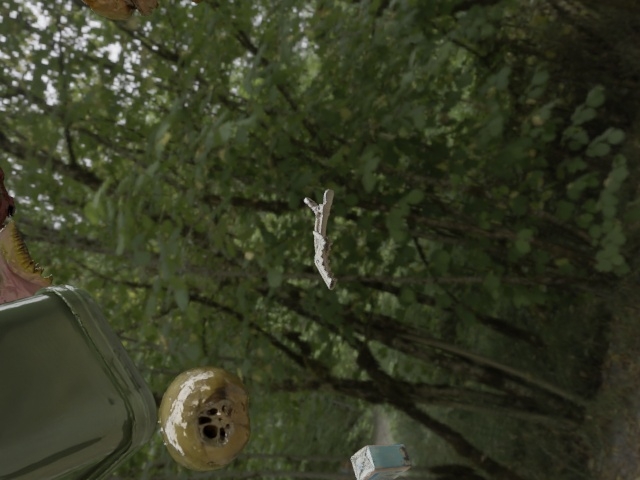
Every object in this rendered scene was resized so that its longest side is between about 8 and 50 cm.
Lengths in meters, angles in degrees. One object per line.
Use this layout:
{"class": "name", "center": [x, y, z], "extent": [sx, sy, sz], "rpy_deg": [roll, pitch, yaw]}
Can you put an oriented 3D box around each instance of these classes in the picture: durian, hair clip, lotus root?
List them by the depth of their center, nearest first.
{"class": "lotus root", "center": [-0.207, 0.305, 1.143], "extent": [0.343, 0.152, 0.169], "rpy_deg": [141, 128, -68]}
{"class": "durian", "center": [-0.598, 0.134, 1.306], "extent": [0.196, 0.186, 0.304], "rpy_deg": [-30, 65, 56]}
{"class": "hair clip", "center": [0.000, 0.000, 1.482], "extent": [0.034, 0.072, 0.225], "rpy_deg": [9, -104, -59]}

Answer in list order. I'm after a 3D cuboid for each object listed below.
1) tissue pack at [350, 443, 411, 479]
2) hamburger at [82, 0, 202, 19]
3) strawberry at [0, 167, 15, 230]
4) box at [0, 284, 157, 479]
{"class": "tissue pack", "center": [0.118, 0.436, 1.298], "extent": [0.074, 0.095, 0.058], "rpy_deg": [-50, 43, 39]}
{"class": "hamburger", "center": [-0.135, -0.315, 0.514], "extent": [0.245, 0.212, 0.260], "rpy_deg": [-119, 12, -55]}
{"class": "strawberry", "center": [-0.916, -0.116, 1.657], "extent": [0.274, 0.221, 0.273], "rpy_deg": [-12, -90, -69]}
{"class": "box", "center": [-0.380, 0.217, 0.547], "extent": [0.352, 0.177, 0.344], "rpy_deg": [-43, -16, 29]}
